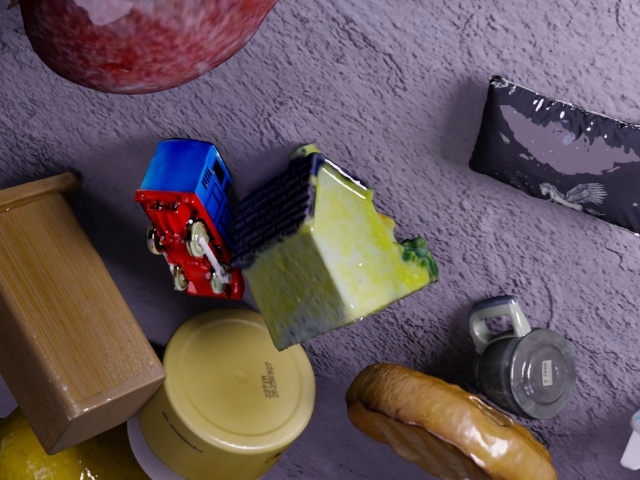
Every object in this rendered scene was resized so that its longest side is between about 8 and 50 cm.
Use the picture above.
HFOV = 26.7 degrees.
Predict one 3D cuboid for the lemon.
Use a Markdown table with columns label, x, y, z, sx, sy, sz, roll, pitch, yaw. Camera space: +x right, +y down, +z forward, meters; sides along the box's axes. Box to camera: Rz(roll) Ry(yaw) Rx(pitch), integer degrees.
| label | x | y | z | sx | sy | sz | roll | pitch | yaw |
| --- | --- | --- | --- | --- | --- | --- | --- | --- | --- |
| lemon | -0.385 | 0.368 | 2.122 | 0.261 | 0.260 | 0.284 | -16 | 134 | 41 |

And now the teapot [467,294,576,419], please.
| label | x | y | z | sx | sy | sz | roll | pitch | yaw |
| --- | --- | --- | --- | --- | --- | --- | --- | --- | --- |
| teapot | 0.227 | 0.150 | 1.631 | 0.149 | 0.111 | 0.108 | 43 | 154 | -26 |

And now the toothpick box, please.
| label | x | y | z | sx | sy | sz | roll | pitch | yaw |
| --- | --- | --- | --- | --- | --- | --- | --- | --- | --- |
| toothpick box | -0.350 | 0.099 | 1.746 | 0.308 | 0.190 | 0.187 | 58 | 142 | 14 |

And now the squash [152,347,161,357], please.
| label | x | y | z | sx | sy | sz | roll | pitch | yaw |
| --- | --- | --- | --- | --- | --- | --- | --- | --- | --- |
| squash | -0.239 | 0.189 | 1.993 | 0.183 | 0.052 | 0.052 | 20 | 141 | 11 |

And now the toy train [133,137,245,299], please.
| label | x | y | z | sx | sy | sz | roll | pitch | yaw |
| --- | --- | --- | --- | --- | --- | --- | --- | --- | --- |
| toy train | -0.150 | -0.019 | 1.657 | 0.083 | 0.131 | 0.204 | 4 | 147 | 20 |

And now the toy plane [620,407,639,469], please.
| label | x | y | z | sx | sy | sz | roll | pitch | yaw |
| --- | --- | --- | --- | --- | --- | --- | --- | --- | --- |
| toy plane | 0.483 | 0.248 | 1.569 | 0.252 | 0.118 | 0.252 | 22 | 155 | 11 |

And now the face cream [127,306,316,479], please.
| label | x | y | z | sx | sy | sz | roll | pitch | yaw |
| --- | --- | --- | --- | --- | --- | --- | --- | --- | --- |
| face cream | -0.136 | 0.224 | 1.836 | 0.218 | 0.218 | 0.179 | 31 | 141 | -4 |

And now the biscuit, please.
| label | x | y | z | sx | sy | sz | roll | pitch | yaw |
| --- | --- | --- | --- | --- | --- | --- | --- | --- | --- |
| biscuit | 0.170 | 0.250 | 1.734 | 0.296 | 0.102 | 0.296 | 31 | 166 | 9 |

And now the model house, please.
| label | x | y | z | sx | sy | sz | roll | pitch | yaw |
| --- | --- | --- | --- | --- | --- | --- | --- | --- | --- |
| model house | 0.000 | 0.000 | 1.603 | 0.194 | 0.170 | 0.211 | -28 | 88 | 54 |

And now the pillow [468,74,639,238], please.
| label | x | y | z | sx | sy | sz | roll | pitch | yaw |
| --- | --- | --- | --- | --- | --- | --- | --- | --- | --- |
| pillow | 0.261 | -0.085 | 1.391 | 0.208 | 0.055 | 0.141 | 19 | 133 | 9 |

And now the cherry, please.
| label | x | y | z | sx | sy | sz | roll | pitch | yaw |
| --- | --- | --- | --- | --- | --- | --- | --- | --- | --- |
| cherry | -0.182 | -0.255 | 1.348 | 0.300 | 0.203 | 0.230 | 2 | 135 | 9 |
